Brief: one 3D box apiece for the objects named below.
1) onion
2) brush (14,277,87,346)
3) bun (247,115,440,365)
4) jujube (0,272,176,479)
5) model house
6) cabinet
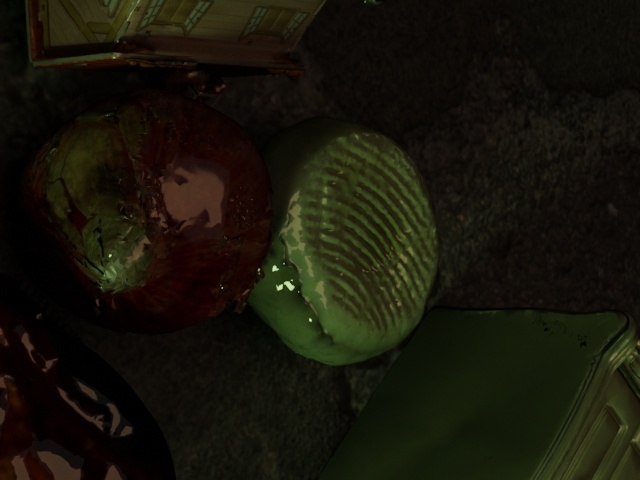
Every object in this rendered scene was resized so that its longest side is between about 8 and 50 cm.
[{"bbox_3d":[-0.119,-0.008,0.963,0.184,0.184,0.147,59,13,-23],"label":"onion"},{"bbox_3d":[-0.224,0.027,0.968,0.193,0.043,0.032,52,40,-25],"label":"brush"},{"bbox_3d":[0.000,0.000,1.107,0.195,0.118,0.195,0,90,-47],"label":"bun"},{"bbox_3d":[-0.190,0.135,0.920,0.168,0.168,0.236,-33,107,-36],"label":"jujube"},{"bbox_3d":[-0.117,-0.199,1.022,0.294,0.154,0.207,-3,48,-49],"label":"model house"},{"bbox_3d":[0.185,0.265,1.189,0.318,0.227,0.290,53,57,-26],"label":"cabinet"}]
